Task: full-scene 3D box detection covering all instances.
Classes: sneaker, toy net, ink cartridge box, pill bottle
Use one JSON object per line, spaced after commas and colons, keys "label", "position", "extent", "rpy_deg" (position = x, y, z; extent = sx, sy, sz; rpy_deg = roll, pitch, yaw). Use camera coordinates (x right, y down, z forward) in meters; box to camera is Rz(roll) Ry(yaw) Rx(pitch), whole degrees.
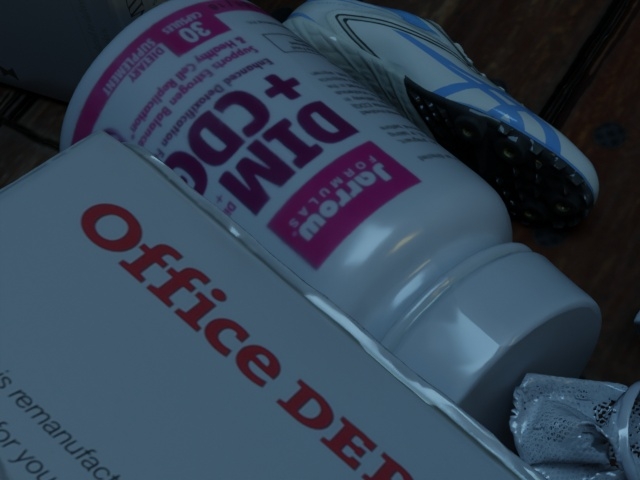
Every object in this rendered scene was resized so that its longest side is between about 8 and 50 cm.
{"label": "sneaker", "position": [0.077, -0.092, 0.737], "extent": [0.237, 0.085, 0.086], "rpy_deg": [35, 61, 24]}
{"label": "toy net", "position": [0.195, 0.121, 0.541], "extent": [0.232, 0.045, 0.122], "rpy_deg": [37, 72, -5]}
{"label": "ink cartridge box", "position": [-0.126, 0.177, 0.438], "extent": [0.285, 0.166, 0.395], "rpy_deg": [40, 50, 11]}
{"label": "pill bottle", "position": [0.000, 0.000, 0.639], "extent": [0.160, 0.160, 0.283], "rpy_deg": [-40, 60, -16]}

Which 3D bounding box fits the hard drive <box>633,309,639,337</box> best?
{"label": "hard drive", "position": [0.361, -0.043, 0.628], "extent": [0.233, 0.047, 0.353], "rpy_deg": [24, 68, 40]}

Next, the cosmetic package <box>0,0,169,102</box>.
{"label": "cosmetic package", "position": [-0.109, -0.285, 0.825], "extent": [0.155, 0.197, 0.366], "rpy_deg": [18, 63, 18]}
